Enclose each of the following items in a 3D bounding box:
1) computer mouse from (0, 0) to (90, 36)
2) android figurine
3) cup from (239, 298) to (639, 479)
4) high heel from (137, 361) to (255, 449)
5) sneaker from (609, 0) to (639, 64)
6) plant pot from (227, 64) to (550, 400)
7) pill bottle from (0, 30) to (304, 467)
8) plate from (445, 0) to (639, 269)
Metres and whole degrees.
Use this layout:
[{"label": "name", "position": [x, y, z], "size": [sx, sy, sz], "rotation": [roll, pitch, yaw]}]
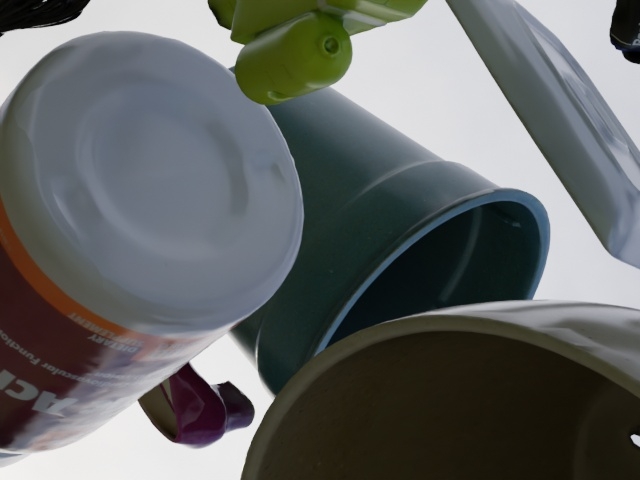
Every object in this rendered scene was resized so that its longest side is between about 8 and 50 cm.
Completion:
[{"label": "computer mouse", "position": [-0.282, -0.206, 0.922], "size": [0.184, 0.262, 0.060], "rotation": [-22, -130, 22]}, {"label": "android figurine", "position": [0.010, -0.202, 0.847], "size": [0.273, 0.056, 0.248], "rotation": [-2, -103, 64]}, {"label": "cup", "position": [0.155, 0.169, 0.768], "size": [0.331, 0.237, 0.331], "rotation": [13, -69, 37]}, {"label": "high heel", "position": [-0.187, 0.134, 1.511], "size": [0.244, 0.117, 0.082], "rotation": [37, -68, 26]}, {"label": "sneaker", "position": [0.304, -0.169, 1.032], "size": [0.315, 0.182, 0.127], "rotation": [41, -21, 22]}, {"label": "plant pot", "position": [0.000, 0.000, 1.541], "size": [0.334, 0.341, 0.341], "rotation": [41, -53, 31]}, {"label": "pill bottle", "position": [-0.202, 0.031, 1.119], "size": [0.392, 0.224, 0.224], "rotation": [-38, -115, 49]}, {"label": "plate", "position": [0.218, -0.097, 1.247], "size": [0.045, 0.278, 0.277], "rotation": [-35, -109, 17]}]
